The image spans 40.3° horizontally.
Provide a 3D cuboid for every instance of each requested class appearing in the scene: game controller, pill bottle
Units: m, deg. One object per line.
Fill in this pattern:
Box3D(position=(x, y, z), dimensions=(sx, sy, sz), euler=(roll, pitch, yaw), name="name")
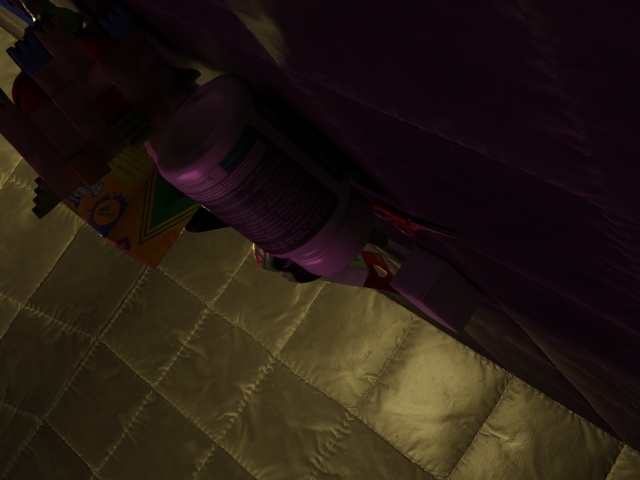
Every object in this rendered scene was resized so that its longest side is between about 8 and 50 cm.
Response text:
Box3D(position=(-0.262, -0.133, 2.109), dimensions=(0.319, 0.166, 0.067), euler=(-105, -4, -50), name="game controller")
Box3D(position=(-0.081, -0.096, 1.481), dimensions=(0.361, 0.204, 0.204), euler=(38, 174, -36), name="pill bottle")

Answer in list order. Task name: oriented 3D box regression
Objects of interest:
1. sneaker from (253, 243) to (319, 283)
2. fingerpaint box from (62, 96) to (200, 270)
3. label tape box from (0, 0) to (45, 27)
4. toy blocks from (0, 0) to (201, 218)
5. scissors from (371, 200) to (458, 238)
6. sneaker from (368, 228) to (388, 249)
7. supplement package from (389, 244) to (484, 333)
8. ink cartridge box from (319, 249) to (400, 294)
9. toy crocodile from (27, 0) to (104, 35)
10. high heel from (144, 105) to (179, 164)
Box3D(position=(0.000, 0.000, 1.924), dimensions=(0.202, 0.185, 0.483), euler=(-6, 179, 14), name="sneaker")
Box3D(position=(-0.432, -0.181, 2.089), dimensions=(0.163, 0.371, 0.445), euler=(38, 173, -39), name="fingerpaint box")
Box3D(position=(-0.550, -0.482, 1.400), dimensions=(0.240, 0.106, 0.333), euler=(34, 176, -8), name="label tape box")
Box3D(position=(-0.418, -0.263, 1.473), dimensions=(0.261, 0.381, 0.191), euler=(54, 168, -28), name="toy blocks")
Box3D(position=(0.160, -0.034, 1.572), dimensions=(0.109, 0.021, 0.297), euler=(37, 177, -10), name="scissors")
Box3D(position=(0.103, -0.018, 2.040), dimensions=(0.067, 0.042, 0.118), euler=(26, 173, 44), name="sneaker")
Box3D(position=(0.252, 0.107, 1.876), dimensions=(0.105, 0.105, 0.179), euler=(31, 175, 44), name="supplement package")
Box3D(position=(0.086, 0.044, 2.295), dimensions=(0.239, 0.060, 0.275), euler=(10, -160, -15), name="ink cartridge box")
Box3D(position=(-0.446, -0.386, 1.745), dimensions=(0.340, 0.105, 0.115), euler=(29, 149, -4), name="toy crocodile")
Box3D(position=(-0.333, -0.243, 1.881), dimensions=(0.186, 0.093, 0.261), euler=(94, 162, -81), name="high heel")
